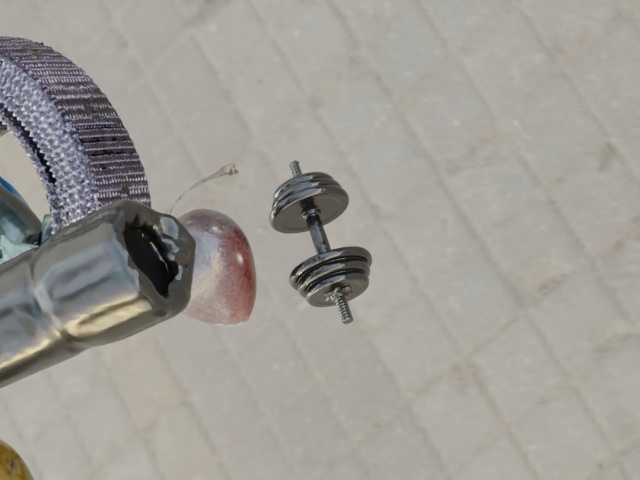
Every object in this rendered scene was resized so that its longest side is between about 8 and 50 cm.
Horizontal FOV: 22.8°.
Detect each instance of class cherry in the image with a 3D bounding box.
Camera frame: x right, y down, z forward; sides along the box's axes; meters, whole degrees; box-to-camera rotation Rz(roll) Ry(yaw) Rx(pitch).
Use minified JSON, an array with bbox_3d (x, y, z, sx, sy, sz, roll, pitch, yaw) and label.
[{"bbox_3d":[-0.110,0.018,1.769,0.188,0.115,0.148,-32,81,26],"label":"cherry"}]

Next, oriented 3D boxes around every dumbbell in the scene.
[{"bbox_3d":[0.000,0.000,1.815,0.099,0.099,0.209,-34,63,31],"label":"dumbbell"}]

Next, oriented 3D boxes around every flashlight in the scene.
[{"bbox_3d":[-0.271,0.080,1.130,0.424,0.103,0.103,-25,76,26],"label":"flashlight"}]

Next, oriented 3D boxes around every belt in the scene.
[{"bbox_3d":[-0.299,-0.046,1.508,0.260,0.122,0.325,-39,78,29],"label":"belt"}]

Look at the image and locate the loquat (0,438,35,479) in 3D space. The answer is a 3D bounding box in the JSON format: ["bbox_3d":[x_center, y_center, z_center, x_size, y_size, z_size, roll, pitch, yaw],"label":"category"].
[{"bbox_3d":[-0.361,0.272,1.508,0.176,0.187,0.234,-59,36,31],"label":"loquat"}]
